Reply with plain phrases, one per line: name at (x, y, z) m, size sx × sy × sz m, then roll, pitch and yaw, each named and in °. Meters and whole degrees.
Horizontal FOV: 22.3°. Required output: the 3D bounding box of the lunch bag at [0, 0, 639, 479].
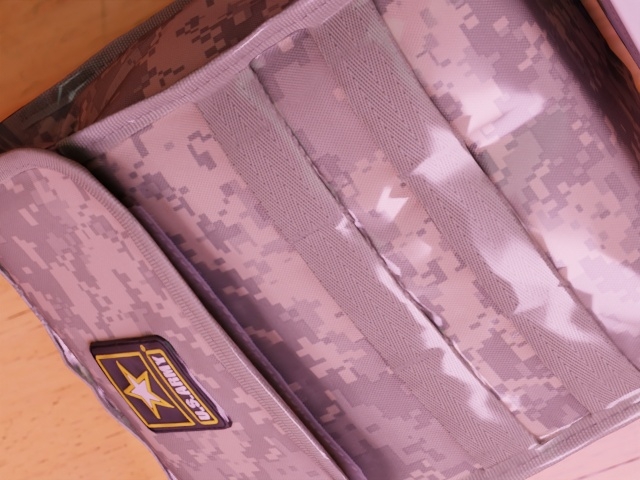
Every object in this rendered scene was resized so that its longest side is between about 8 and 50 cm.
lunch bag at (0.000, 0.000, 0.705) m, size 0.287 × 0.169 × 0.235 m, roll -30°, pitch 109°, yaw 20°

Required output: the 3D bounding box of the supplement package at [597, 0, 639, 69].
supplement package at (0.157, -0.133, 0.604) m, size 0.134 × 0.244 × 0.139 m, roll -29°, pitch 105°, yaw 11°
